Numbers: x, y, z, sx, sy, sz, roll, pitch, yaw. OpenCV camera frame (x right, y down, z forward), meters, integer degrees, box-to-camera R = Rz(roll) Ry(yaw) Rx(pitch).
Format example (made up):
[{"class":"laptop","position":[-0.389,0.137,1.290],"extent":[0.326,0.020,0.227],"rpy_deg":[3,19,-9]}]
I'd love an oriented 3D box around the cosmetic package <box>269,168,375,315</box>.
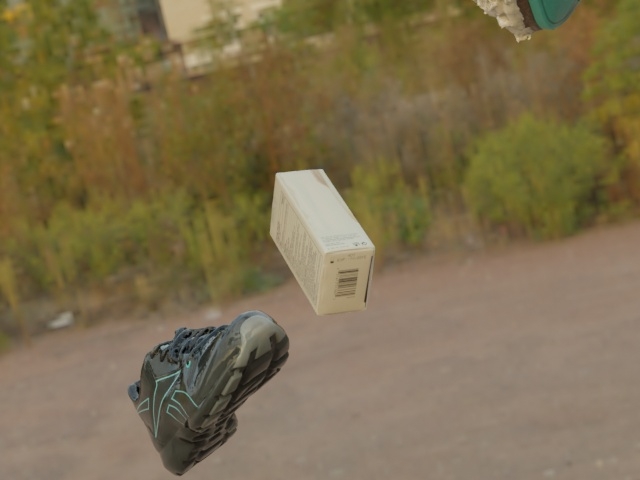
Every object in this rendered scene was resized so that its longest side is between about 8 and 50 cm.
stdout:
[{"class":"cosmetic package","position":[0.000,0.000,1.223],"extent":[0.041,0.060,0.115],"rpy_deg":[-6,36,-19]}]

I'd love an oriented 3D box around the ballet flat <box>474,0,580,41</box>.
[{"class":"ballet flat","position":[0.119,-0.292,1.173],"extent":[0.147,0.147,0.409],"rpy_deg":[-13,-29,1]}]

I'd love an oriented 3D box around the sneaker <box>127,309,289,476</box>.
[{"class":"sneaker","position":[-0.116,0.127,1.490],"extent":[0.101,0.106,0.267],"rpy_deg":[-32,-13,-36]}]
